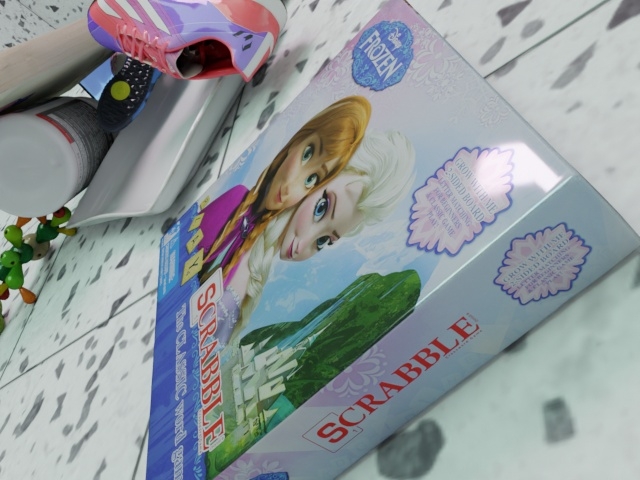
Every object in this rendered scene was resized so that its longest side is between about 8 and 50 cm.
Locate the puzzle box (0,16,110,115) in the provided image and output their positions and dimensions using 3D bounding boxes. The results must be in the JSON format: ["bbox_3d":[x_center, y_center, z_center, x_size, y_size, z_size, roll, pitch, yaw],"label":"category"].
[{"bbox_3d":[-0.462,-0.258,1.062,0.272,0.052,0.409,-24,20,31],"label":"puzzle box"}]

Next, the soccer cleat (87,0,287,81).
[{"bbox_3d":[-0.196,-0.262,0.856,0.318,0.108,0.116,8,68,29],"label":"soccer cleat"}]

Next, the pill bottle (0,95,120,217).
[{"bbox_3d":[-0.443,-0.154,1.119,0.161,0.161,0.283,-45,13,15],"label":"pill bottle"}]

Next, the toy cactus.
[{"bbox_3d":[-0.500,0.020,1.156,0.219,0.112,0.180,-55,11,3],"label":"toy cactus"}]

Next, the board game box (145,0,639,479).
[{"bbox_3d":[0.000,0.000,0.479,0.318,0.066,0.318,-43,32,17],"label":"board game box"}]

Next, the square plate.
[{"bbox_3d":[-0.226,-0.164,0.985,0.347,0.049,0.344,-4,56,53],"label":"square plate"}]

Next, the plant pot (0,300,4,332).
[{"bbox_3d":[-0.596,0.138,1.175,0.079,0.083,0.083,24,79,47],"label":"plant pot"}]

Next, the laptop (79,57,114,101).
[{"bbox_3d":[-0.475,-0.408,1.501,0.234,0.136,0.264,-47,30,13],"label":"laptop"}]

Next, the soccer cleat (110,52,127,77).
[{"bbox_3d":[-0.339,-0.413,1.292,0.331,0.116,0.143,-93,11,-49],"label":"soccer cleat"}]

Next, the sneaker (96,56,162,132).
[{"bbox_3d":[-0.295,-0.264,1.090,0.082,0.069,0.209,96,-163,-82],"label":"sneaker"}]
